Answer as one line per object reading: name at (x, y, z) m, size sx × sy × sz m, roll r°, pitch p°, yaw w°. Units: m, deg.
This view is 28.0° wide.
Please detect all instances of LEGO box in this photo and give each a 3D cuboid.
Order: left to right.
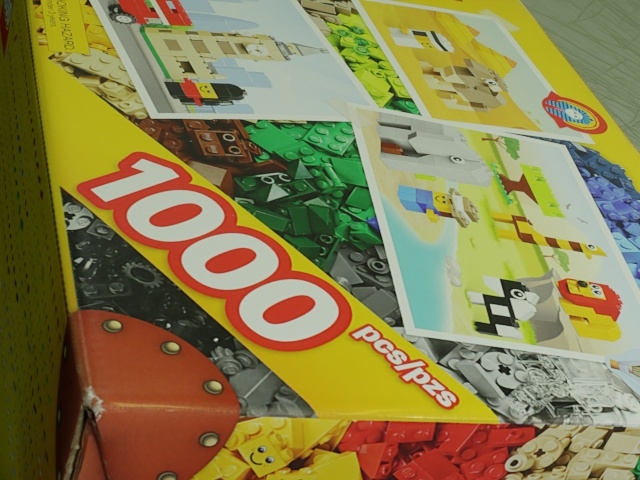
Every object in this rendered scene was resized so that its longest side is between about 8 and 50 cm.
LEGO box at (0.000, 0.000, 0.772) m, size 0.372 × 0.193 × 0.500 m, roll 4°, pitch 36°, yaw -21°
